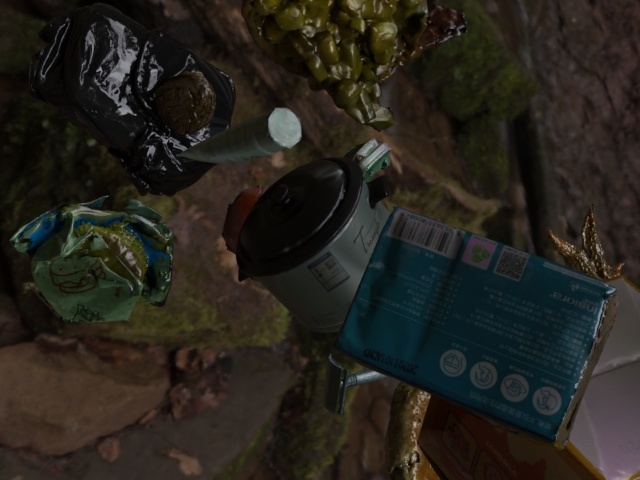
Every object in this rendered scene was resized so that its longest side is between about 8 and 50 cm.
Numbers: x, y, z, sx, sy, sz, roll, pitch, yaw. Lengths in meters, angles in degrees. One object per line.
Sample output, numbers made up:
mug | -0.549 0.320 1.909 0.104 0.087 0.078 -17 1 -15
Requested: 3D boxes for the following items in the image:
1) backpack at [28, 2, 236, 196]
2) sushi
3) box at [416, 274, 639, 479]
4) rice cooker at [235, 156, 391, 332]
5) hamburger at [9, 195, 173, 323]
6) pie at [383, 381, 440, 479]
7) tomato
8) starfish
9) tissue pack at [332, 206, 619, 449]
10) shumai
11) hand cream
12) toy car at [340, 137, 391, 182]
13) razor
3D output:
backpack | -0.409 -0.316 1.967 0.445 0.255 0.363 37 44 -34
sushi | 0.032 -0.219 0.885 0.179 0.167 0.296 39 7 23
box | 0.308 0.218 1.043 0.283 0.214 0.259 -11 39 -29
rice cooker | 0.000 0.000 1.420 0.227 0.280 0.241 47 24 -31
hamburger | -0.396 0.053 1.636 0.150 0.276 0.261 -108 -171 -60
pie | 0.215 0.375 1.552 0.339 0.083 0.339 23 60 -48
tomato | -0.090 -0.012 1.966 0.199 0.112 0.228 -49 122 -17
starfish | 0.560 0.067 1.862 0.293 0.084 0.301 51 49 -30
tissue pack | 0.112 0.062 0.650 0.120 0.169 0.082 -67 160 -6
shumai | -0.256 -0.282 1.817 0.105 0.139 0.123 -37 100 -30
hand cream | -0.099 -0.119 1.130 0.078 0.205 0.050 1 84 -36
toy car | 0.052 -0.114 1.704 0.076 0.224 0.090 45 57 2
razor | 0.114 0.267 1.827 0.232 0.068 0.106 -9 120 -31
